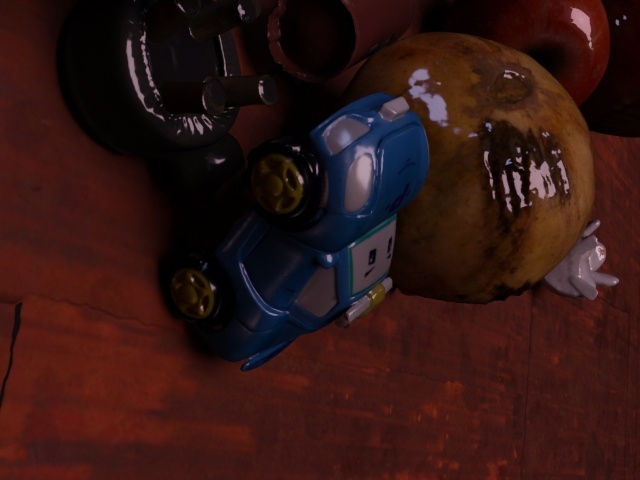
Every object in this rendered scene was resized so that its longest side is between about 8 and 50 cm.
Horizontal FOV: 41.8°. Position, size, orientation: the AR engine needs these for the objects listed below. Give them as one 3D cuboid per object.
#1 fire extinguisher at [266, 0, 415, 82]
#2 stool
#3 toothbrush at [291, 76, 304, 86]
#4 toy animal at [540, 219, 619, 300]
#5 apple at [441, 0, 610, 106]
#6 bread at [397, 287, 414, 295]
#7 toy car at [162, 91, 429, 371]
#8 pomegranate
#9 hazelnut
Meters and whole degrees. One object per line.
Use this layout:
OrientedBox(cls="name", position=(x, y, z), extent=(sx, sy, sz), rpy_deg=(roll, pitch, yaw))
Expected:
OrientedBox(cls="fire extinguisher", position=(0.045, -0.259, 1.032), extent=(0.337, 0.106, 0.147), rpy_deg=(-44, 149, -59))
OrientedBox(cls="stool", position=(-0.116, -0.144, 0.755), extent=(0.228, 0.139, 0.153), rpy_deg=(46, 51, -42))
OrientedBox(cls="toothbrush", position=(-0.027, -0.294, 1.004), extent=(0.016, 0.019, 0.219), rpy_deg=(3, 86, -65))
OrientedBox(cls="toy animal", position=(0.535, 0.030, 1.723), extent=(0.282, 0.138, 0.140), rpy_deg=(-20, 100, -57))
OrientedBox(cls="apple", position=(0.319, -0.299, 1.315), extent=(0.216, 0.260, 0.260), rpy_deg=(-86, 159, -64))
OrientedBox(cls="bread", position=(0.151, -0.020, 1.127), extent=(0.169, 0.160, 0.140), rpy_deg=(52, 47, -42))
OrientedBox(cls="toy car", position=(0.000, 0.000, 0.805), extent=(0.166, 0.314, 0.198), rpy_deg=(47, 34, 8))
OrientedBox(cls="pomegranate", position=(0.160, -0.084, 0.971), extent=(0.322, 0.322, 0.322), rpy_deg=(6, 83, -56))
OrientedBox(cls="hazelnut", position=(0.642, -0.408, 1.751), extent=(0.421, 0.353, 0.421), rpy_deg=(31, 34, -24))
